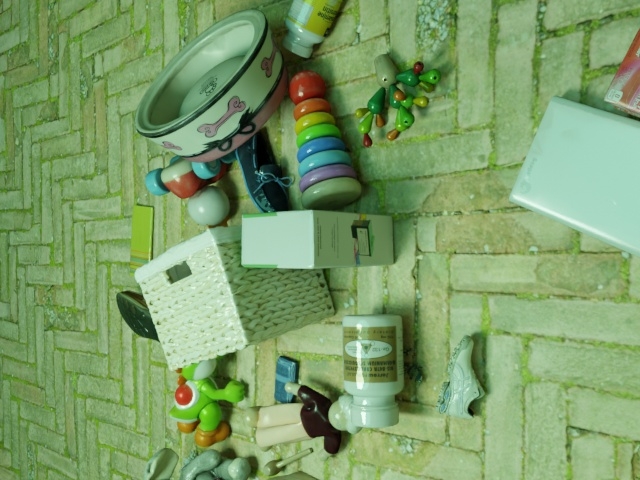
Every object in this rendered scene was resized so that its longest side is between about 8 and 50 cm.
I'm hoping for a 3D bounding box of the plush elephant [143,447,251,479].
[{"bbox_3d":[-0.371,0.713,1.625,0.330,0.255,0.271,14,108,41],"label":"plush elephant"}]

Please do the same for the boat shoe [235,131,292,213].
[{"bbox_3d":[-0.143,-0.166,1.493,0.089,0.109,0.258,-40,69,31],"label":"boat shoe"}]

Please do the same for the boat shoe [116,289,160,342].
[{"bbox_3d":[-0.489,0.233,1.801,0.324,0.120,0.122,23,125,31],"label":"boat shoe"}]

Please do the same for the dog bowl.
[{"bbox_3d":[-0.251,-0.362,1.436,0.408,0.150,0.408,-24,42,23],"label":"dog bowl"}]

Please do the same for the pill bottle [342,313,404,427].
[{"bbox_3d":[0.113,0.274,1.267,0.131,0.131,0.229,-6,83,40],"label":"pill bottle"}]

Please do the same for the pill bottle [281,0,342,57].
[{"bbox_3d":[-0.019,-0.525,1.368,0.103,0.103,0.184,44,119,30],"label":"pill bottle"}]

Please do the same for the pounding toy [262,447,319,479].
[{"bbox_3d":[-0.064,0.605,1.436,0.270,0.154,0.154,9,98,39],"label":"pounding toy"}]

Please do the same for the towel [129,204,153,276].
[{"bbox_3d":[-0.581,0.005,1.933,0.102,0.021,0.237,8,97,34],"label":"towel"}]

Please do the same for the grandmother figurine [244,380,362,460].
[{"bbox_3d":[-0.024,0.437,1.419,0.342,0.104,0.207,-25,102,37],"label":"grandmother figurine"}]

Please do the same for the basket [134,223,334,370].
[{"bbox_3d":[-0.198,0.121,1.419,0.328,0.331,0.266,-24,83,39],"label":"basket"}]

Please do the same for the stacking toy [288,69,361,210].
[{"bbox_3d":[-0.011,-0.241,1.366,0.141,0.141,0.330,-26,72,38],"label":"stacking toy"}]

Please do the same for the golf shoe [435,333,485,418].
[{"bbox_3d":[0.293,0.276,1.186,0.086,0.069,0.176,17,107,18],"label":"golf shoe"}]

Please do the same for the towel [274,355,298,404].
[{"bbox_3d":[-0.091,0.362,1.527,0.067,0.029,0.119,12,100,40],"label":"towel"}]

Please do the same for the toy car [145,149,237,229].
[{"bbox_3d":[-0.307,-0.131,1.616,0.219,0.210,0.238,-14,112,32],"label":"toy car"}]

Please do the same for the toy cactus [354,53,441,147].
[{"bbox_3d":[0.147,-0.315,1.252,0.219,0.112,0.180,-41,57,43],"label":"toy cactus"}]

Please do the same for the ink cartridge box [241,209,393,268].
[{"bbox_3d":[0.000,0.000,1.269,0.201,0.278,0.117,-1,88,40],"label":"ink cartridge box"}]

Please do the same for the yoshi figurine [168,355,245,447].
[{"bbox_3d":[-0.316,0.378,1.662,0.203,0.204,0.362,-107,17,-66],"label":"yoshi figurine"}]

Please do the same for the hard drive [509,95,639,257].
[{"bbox_3d":[0.497,-0.101,0.995,0.307,0.040,0.203,31,112,34],"label":"hard drive"}]

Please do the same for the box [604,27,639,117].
[{"bbox_3d":[0.556,-0.299,0.878,0.128,0.123,0.256,35,114,34],"label":"box"}]

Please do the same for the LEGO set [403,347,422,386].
[{"bbox_3d":[0.202,0.276,1.282,0.054,0.023,0.083,-13,71,38],"label":"LEGO set"}]
